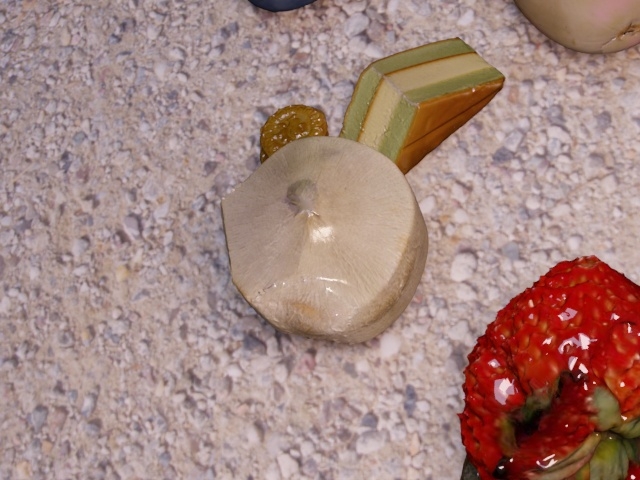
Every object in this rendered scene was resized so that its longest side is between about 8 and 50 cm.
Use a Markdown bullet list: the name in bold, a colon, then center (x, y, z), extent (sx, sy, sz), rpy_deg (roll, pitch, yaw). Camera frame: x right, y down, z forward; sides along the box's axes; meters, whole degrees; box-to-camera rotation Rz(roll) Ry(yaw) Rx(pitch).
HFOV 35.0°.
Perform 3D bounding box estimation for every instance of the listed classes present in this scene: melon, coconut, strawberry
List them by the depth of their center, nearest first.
- **strawberry**: center (0.255, 0.143, 1.065), extent (0.261, 0.261, 0.257), rpy_deg (-36, 41, 0)
- **coconut**: center (0.000, 0.000, 1.214), extent (0.245, 0.247, 0.244), rpy_deg (-6, 67, 15)
- **melon**: center (0.335, -0.384, 1.290), extent (0.223, 0.223, 0.316), rpy_deg (-21, 60, 8)

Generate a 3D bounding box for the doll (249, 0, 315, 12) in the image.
- **doll**: center (-0.011, -0.439, 1.468), extent (0.259, 0.154, 0.228), rpy_deg (-28, 29, -4)

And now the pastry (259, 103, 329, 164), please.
- **pastry**: center (-0.035, -0.135, 1.394), extent (0.109, 0.057, 0.097), rpy_deg (-38, 56, -4)

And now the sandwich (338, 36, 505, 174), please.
- **sandwich**: center (0.138, -0.176, 1.381), extent (0.187, 0.144, 0.117), rpy_deg (-21, 56, -33)

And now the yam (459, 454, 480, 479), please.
- **yam**: center (0.153, 0.350, 1.123), extent (0.061, 0.061, 0.274), rpy_deg (14, 71, 22)
